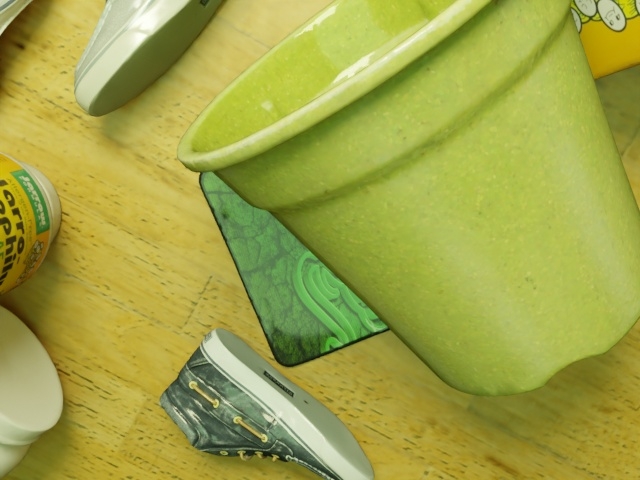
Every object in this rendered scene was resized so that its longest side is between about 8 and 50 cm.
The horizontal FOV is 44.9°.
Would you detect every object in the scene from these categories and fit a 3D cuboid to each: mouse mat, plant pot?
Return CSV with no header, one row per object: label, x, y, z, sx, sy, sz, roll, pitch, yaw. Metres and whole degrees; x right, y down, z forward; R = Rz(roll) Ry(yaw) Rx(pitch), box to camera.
mouse mat,0.000,0.000,0.649,0.153,0.007,0.189,-22,99,5
plant pot,0.091,-0.044,0.528,0.276,0.276,0.254,-35,111,7

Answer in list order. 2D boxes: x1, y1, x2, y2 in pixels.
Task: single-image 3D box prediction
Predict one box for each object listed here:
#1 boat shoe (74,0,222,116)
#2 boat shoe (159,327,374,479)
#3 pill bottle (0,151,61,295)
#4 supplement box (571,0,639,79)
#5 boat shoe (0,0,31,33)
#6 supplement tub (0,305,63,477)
boat shoe,-0.123,-0.200,0.587,0.081,0.079,0.227,40,93,4
boat shoe,-0.045,0.161,0.652,0.183,0.065,0.083,41,99,1
pill bottle,-0.263,-0.007,0.550,0.118,0.208,0.117,0,99,1
supplement box,0.214,-0.311,0.465,0.195,0.194,0.356,-30,98,-21
boat shoe,-0.293,-0.139,0.604,0.226,0.083,0.076,-36,128,2
supplement tub,-0.323,0.149,0.610,0.200,0.144,0.144,-34,97,7
